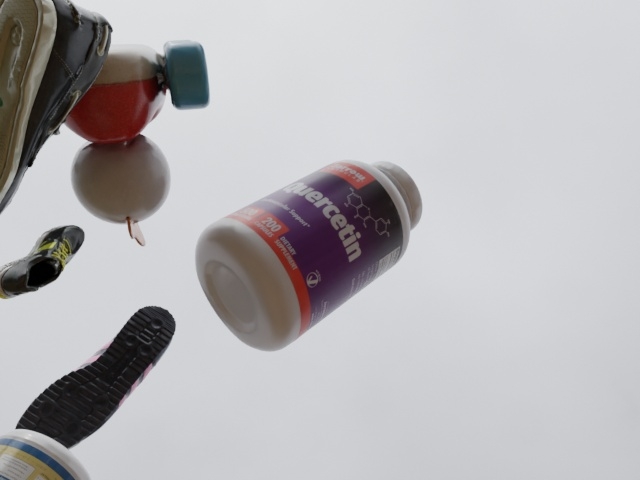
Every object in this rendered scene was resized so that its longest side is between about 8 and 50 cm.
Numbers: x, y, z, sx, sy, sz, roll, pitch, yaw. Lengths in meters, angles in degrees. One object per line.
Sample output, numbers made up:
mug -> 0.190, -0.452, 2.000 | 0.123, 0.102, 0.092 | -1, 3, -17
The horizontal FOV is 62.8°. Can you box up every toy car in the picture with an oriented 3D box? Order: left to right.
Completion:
toy car -> -0.244, -0.111, 0.633 | 0.219, 0.210, 0.238 | -8, -67, -15

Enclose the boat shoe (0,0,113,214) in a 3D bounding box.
boat shoe -> -0.258, -0.103, 0.459 | 0.084, 0.079, 0.233 | 45, -66, 13

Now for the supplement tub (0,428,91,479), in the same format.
supplement tub -> -0.389, 0.344, 0.616 | 0.144, 0.200, 0.144 | 10, -57, 15

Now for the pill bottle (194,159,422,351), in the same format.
pill bottle -> 0.000, 0.000, 0.735 | 0.323, 0.181, 0.182 | -32, -69, -36

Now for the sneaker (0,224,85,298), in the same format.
sneaker -> -0.205, 0.017, 0.399 | 0.035, 0.083, 0.031 | -1, -55, 24

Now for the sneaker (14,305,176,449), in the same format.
sneaker -> -0.383, 0.258, 0.928 | 0.112, 0.319, 0.131 | 42, -40, 4
